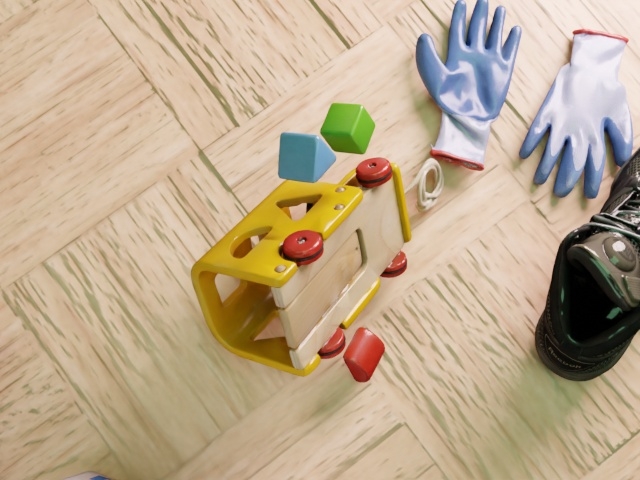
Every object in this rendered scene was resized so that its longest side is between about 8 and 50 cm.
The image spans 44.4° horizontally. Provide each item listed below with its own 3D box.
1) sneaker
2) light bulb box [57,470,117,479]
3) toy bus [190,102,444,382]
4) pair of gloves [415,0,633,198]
[{"bbox_3d":[0.241,-0.003,0.588,0.087,0.130,0.228,34,82,18],"label":"sneaker"},{"bbox_3d":[-0.147,0.338,0.404,0.225,0.361,0.358,22,79,5],"label":"light bulb box"},{"bbox_3d":[-0.007,0.002,0.599,0.104,0.202,0.191,12,85,32],"label":"toy bus"},{"bbox_3d":[0.174,-0.124,0.673,0.198,0.023,0.159,13,77,1],"label":"pair of gloves"}]
